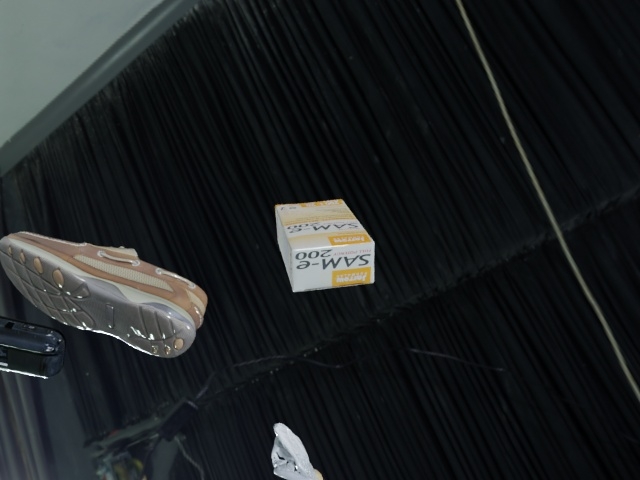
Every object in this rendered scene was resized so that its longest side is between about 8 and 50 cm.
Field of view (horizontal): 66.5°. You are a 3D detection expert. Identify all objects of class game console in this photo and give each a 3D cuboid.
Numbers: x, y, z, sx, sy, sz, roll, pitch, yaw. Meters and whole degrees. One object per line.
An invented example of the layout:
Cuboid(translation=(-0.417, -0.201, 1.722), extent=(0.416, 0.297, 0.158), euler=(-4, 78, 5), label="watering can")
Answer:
Cuboid(translation=(-0.610, 0.160, 0.802), extent=(0.361, 0.044, 0.213), euler=(16, 124, -9), label="game console")

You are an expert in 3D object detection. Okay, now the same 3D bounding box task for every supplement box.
Cuboid(translation=(0.000, 0.000, 0.392), extent=(0.062, 0.036, 0.098), euler=(-6, -155, -11), label="supplement box")

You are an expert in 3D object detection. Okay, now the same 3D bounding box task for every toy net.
Cuboid(translation=(0.006, 0.321, 0.568), extent=(0.045, 0.232, 0.122), euler=(-39, -178, -1), label="toy net")

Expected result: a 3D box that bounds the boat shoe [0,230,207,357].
Cuboid(translation=(-0.326, 0.067, 0.748), extent=(0.116, 0.324, 0.123), euler=(-64, 178, -54), label="boat shoe")
